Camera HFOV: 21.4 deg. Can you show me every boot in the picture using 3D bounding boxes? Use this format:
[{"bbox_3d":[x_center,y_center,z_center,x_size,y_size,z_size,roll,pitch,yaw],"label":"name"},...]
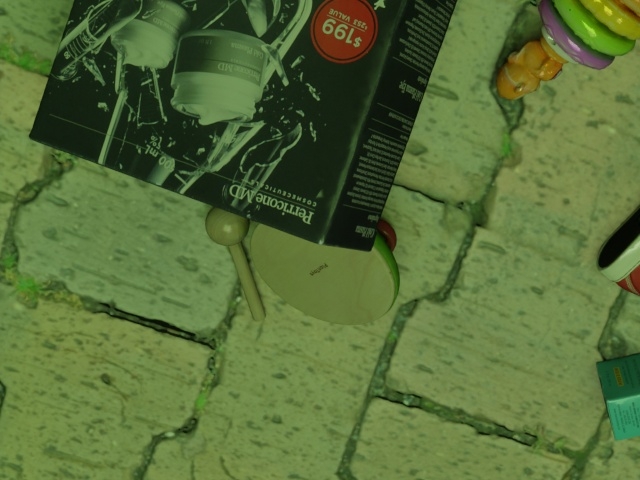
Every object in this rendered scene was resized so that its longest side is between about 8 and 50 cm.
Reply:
[{"bbox_3d":[0.468,-0.006,1.981,0.176,0.088,0.244,33,120,-14],"label":"boot"}]

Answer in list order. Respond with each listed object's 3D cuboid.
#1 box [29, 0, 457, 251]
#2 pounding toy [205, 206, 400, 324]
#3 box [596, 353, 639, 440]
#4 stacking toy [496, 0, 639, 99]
[{"bbox_3d":[-0.072,-0.189,1.734,0.343,0.179,0.312,19,94,18],"label":"box"},{"bbox_3d":[0.000,0.000,1.996,0.237,0.110,0.183,-2,132,34],"label":"pounding toy"},{"bbox_3d":[0.465,0.169,2.052,0.244,0.100,0.060,-14,114,7],"label":"box"},{"bbox_3d":[0.300,-0.252,1.843,0.166,0.175,0.302,37,122,-13],"label":"stacking toy"}]
